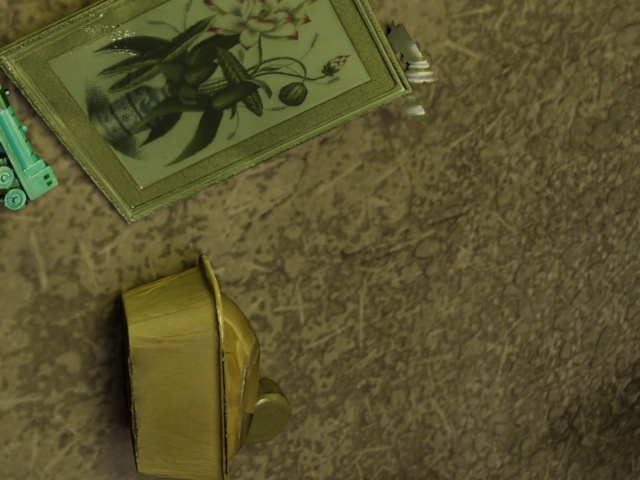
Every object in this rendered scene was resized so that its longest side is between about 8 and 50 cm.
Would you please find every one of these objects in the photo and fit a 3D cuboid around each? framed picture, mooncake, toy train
[{"bbox_3d":[-0.072,-0.112,0.841,0.231,0.010,0.173,-25,132,11],"label":"framed picture"},{"bbox_3d":[0.009,0.005,0.993,0.347,0.057,0.150,-56,142,-3],"label":"mooncake"},{"bbox_3d":[-0.209,-0.062,0.833,0.045,0.029,0.092,-37,126,-24],"label":"toy train"}]

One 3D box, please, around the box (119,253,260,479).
[{"bbox_3d":[-0.095,0.101,0.943,0.111,0.111,0.177,-13,119,-29],"label":"box"}]
